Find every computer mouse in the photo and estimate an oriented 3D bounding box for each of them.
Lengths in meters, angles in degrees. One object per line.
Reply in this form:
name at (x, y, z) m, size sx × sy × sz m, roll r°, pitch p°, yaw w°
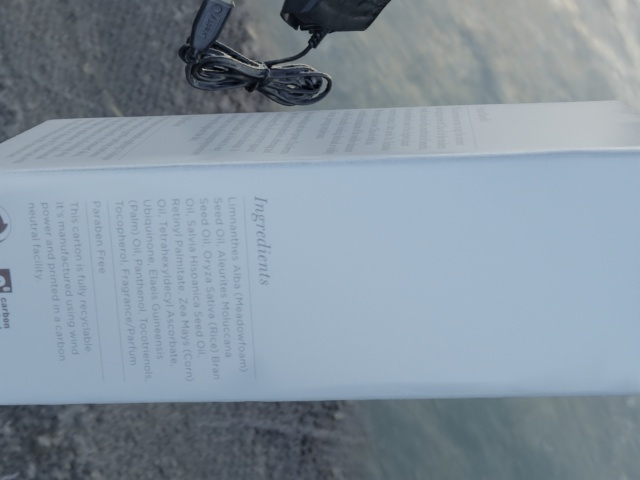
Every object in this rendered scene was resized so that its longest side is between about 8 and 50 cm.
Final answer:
computer mouse at (-0.009, -0.217, 0.976) m, size 0.184 × 0.262 × 0.060 m, roll 0°, pitch 52°, yaw -44°

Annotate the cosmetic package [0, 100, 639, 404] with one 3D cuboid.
cosmetic package at (0.000, 0.000, 0.848) m, size 0.230 × 0.453 × 0.162 m, roll -69°, pitch 156°, yaw -75°
